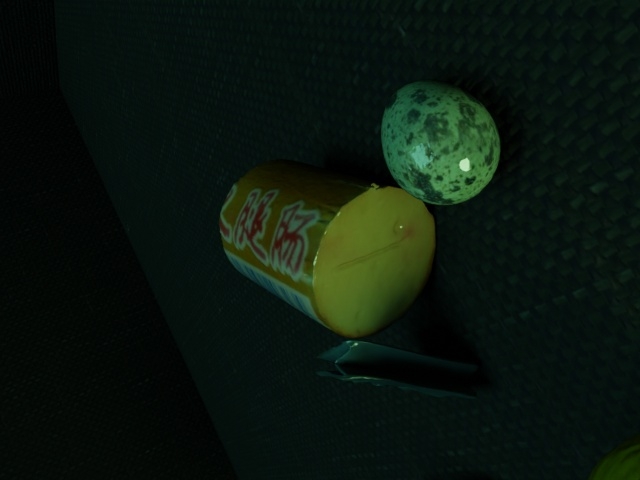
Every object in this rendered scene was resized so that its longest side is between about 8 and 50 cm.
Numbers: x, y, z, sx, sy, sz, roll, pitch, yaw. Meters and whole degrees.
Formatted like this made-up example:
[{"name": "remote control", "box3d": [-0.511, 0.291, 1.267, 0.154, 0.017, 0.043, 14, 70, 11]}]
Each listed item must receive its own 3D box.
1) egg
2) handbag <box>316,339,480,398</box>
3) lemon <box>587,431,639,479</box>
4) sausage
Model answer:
[{"name": "egg", "box3d": [0.138, -0.121, 0.654, 0.132, 0.133, 0.172, 110, 142, -49]}, {"name": "handbag", "box3d": [0.116, 0.202, 0.831, 0.144, 0.221, 0.057, 134, 145, -65]}, {"name": "lemon", "box3d": [0.352, 0.293, 0.465, 0.267, 0.268, 0.267, 37, 138, 43]}, {"name": "sausage", "box3d": [0.000, 0.000, 0.860, 0.287, 0.233, 0.232, 24, 129, 52]}]
